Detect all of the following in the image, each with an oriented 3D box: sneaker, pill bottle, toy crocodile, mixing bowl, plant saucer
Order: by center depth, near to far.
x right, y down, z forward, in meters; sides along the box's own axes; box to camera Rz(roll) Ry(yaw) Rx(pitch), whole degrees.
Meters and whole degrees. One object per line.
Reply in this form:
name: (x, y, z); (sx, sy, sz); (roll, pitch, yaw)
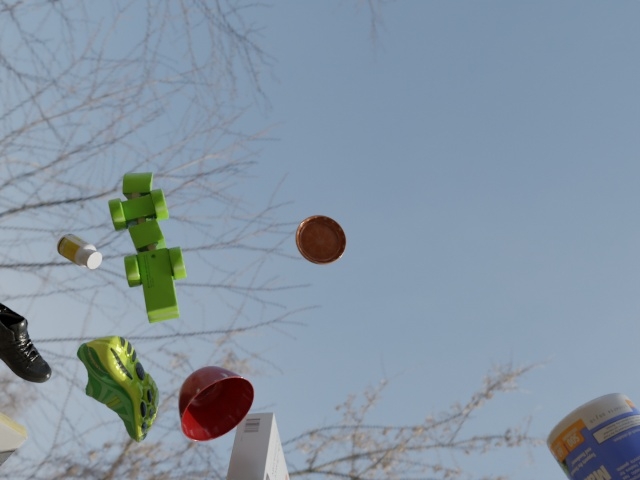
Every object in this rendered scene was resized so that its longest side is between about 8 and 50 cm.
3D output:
pill bottle: (0.475, 0.379, 1.123); (0.272, 0.152, 0.152); (61, -35, 37)
plant saucer: (0.000, 0.000, 1.198); (0.083, 0.083, 0.013); (51, -24, 9)
sneaker: (-0.531, 0.172, 1.308); (0.170, 0.051, 0.089); (37, -58, 0)
toy crocodile: (-0.345, 0.006, 1.512); (0.105, 0.115, 0.341); (101, -28, -66)
sneaker: (-0.444, 0.323, 1.659); (0.123, 0.109, 0.296); (0, -56, 20)
mixing bowl: (-0.251, 0.351, 1.692); (0.098, 0.181, 0.181); (41, -43, 42)
pill bottle: (-0.625, 0.031, 1.954); (0.116, 0.065, 0.065); (24, -52, 29)

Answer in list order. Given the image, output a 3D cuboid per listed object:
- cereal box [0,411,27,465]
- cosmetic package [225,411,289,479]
cereal box: (-0.744, 0.436, 1.521); (0.173, 0.240, 0.047); (44, -3, -30)
cosmetic package: (-0.145, 0.636, 1.747); (0.097, 0.377, 0.284); (-4, -59, 6)
